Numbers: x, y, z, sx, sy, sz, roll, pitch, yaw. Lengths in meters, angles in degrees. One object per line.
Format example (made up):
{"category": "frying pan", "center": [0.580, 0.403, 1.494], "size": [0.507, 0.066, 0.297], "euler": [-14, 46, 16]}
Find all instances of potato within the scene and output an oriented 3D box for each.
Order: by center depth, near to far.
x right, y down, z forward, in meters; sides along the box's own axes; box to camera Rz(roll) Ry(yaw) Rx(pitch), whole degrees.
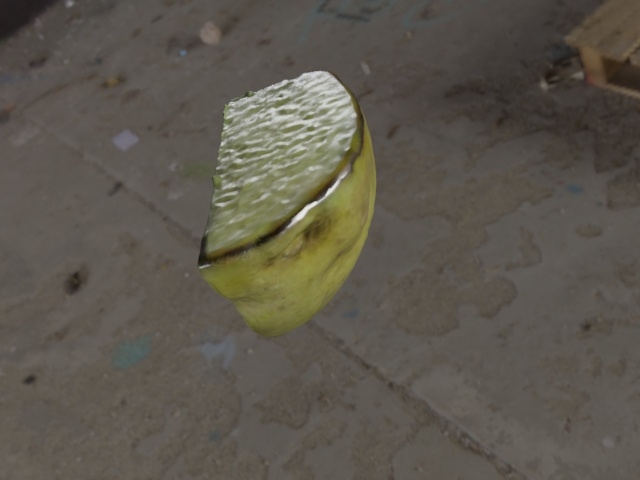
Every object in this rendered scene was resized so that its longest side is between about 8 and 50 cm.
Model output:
{"category": "potato", "center": [0.000, 0.000, 0.510], "size": [0.081, 0.120, 0.149], "euler": [-14, 35, 11]}
